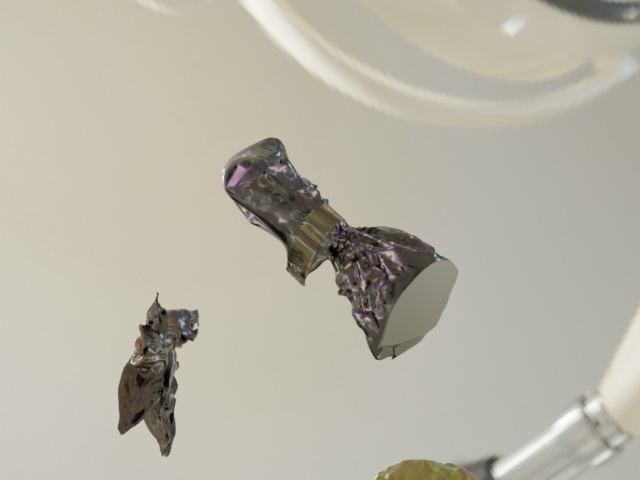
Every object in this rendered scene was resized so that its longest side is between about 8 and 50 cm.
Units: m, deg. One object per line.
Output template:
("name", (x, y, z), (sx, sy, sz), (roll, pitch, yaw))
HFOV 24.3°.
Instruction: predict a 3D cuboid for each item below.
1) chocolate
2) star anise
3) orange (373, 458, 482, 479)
("chocolate", (-0.001, -0.001, 0.760), (0.147, 0.070, 0.072), (32, 172, 34))
("star anise", (-0.161, 0.132, 1.457), (0.053, 0.157, 0.212), (11, 175, 5))
("orange", (0.070, 0.278, 1.036), (0.158, 0.179, 0.237), (47, -146, -15))
